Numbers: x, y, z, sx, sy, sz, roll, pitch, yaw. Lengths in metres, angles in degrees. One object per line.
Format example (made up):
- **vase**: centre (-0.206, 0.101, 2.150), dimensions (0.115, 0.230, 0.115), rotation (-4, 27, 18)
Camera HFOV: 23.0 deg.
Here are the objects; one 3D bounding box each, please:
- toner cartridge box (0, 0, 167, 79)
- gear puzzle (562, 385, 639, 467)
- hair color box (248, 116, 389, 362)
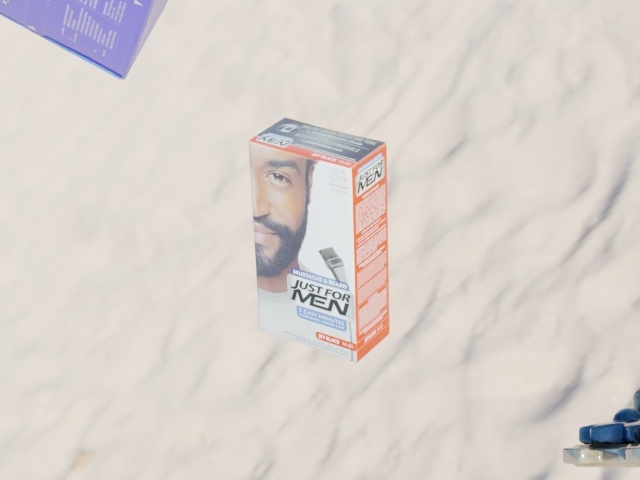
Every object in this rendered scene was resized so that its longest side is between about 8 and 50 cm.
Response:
- **toner cartridge box**: centre (-0.172, -0.226, 1.080), dimensions (0.075, 0.165, 0.348), rotation (-63, 7, -16)
- **gear puzzle**: centre (0.242, 0.080, 0.712), dimensions (0.339, 0.175, 0.044), rotation (152, 119, -74)
- **hair color box**: centre (0.000, 0.000, 1.182), dimensions (0.093, 0.167, 0.053), rotation (16, 33, 30)
